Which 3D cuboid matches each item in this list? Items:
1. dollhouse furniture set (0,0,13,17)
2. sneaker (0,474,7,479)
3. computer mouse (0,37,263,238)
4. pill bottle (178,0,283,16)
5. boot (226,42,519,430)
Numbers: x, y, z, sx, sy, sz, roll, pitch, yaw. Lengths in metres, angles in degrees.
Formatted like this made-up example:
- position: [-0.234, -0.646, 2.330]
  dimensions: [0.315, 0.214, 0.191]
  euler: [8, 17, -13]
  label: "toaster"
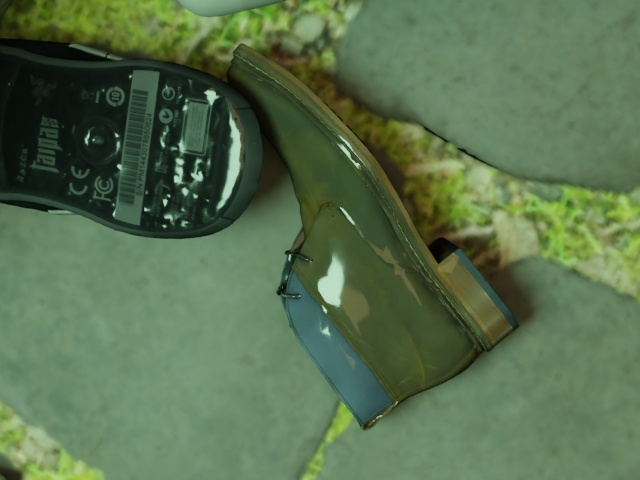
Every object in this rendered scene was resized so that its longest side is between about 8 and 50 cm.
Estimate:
- position: [-0.345, -0.195, 0.826]
  dimensions: [0.394, 0.362, 0.256]
  euler: [34, 48, -3]
  label: "dollhouse furniture set"
- position: [-0.227, 0.184, 1.028]
  dimensions: [0.070, 0.051, 0.134]
  euler: [19, 97, 13]
  label: "sneaker"
- position: [-0.148, -0.100, 1.012]
  dimensions: [0.262, 0.060, 0.184]
  euler: [5, 96, 15]
  label: "computer mouse"
- position: [0.098, -0.269, 0.919]
  dimensions: [0.407, 0.229, 0.229]
  euler: [-14, 91, 2]
  label: "pill bottle"
- position: [0.000, 0.000, 1.000]
  dimensions: [0.106, 0.082, 0.219]
  euler: [-42, 92, -1]
  label: "boot"
